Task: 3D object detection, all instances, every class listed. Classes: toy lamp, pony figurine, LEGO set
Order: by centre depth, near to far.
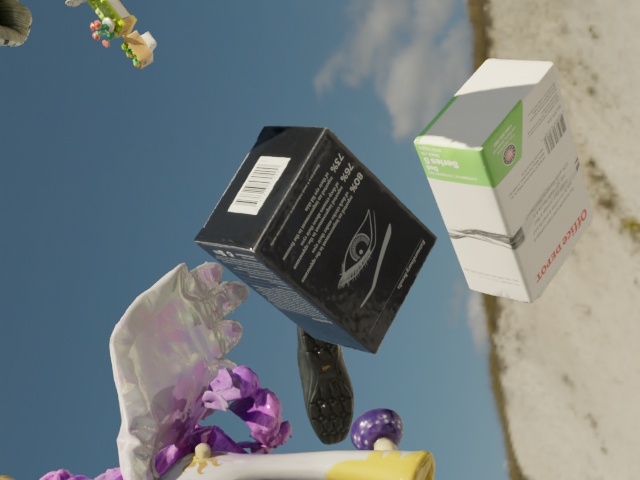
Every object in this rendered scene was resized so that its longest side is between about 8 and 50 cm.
[{"bbox_3d":[-0.102,0.201,0.829,0.351,0.363,0.303,-25,-64,-55],"label":"pony figurine"},{"bbox_3d":[0.109,0.307,1.232,0.275,0.080,0.080,-116,17,-57],"label":"toy lamp"},{"bbox_3d":[-0.358,-0.390,1.610,0.107,0.132,0.287,-32,-64,-43],"label":"LEGO set"}]

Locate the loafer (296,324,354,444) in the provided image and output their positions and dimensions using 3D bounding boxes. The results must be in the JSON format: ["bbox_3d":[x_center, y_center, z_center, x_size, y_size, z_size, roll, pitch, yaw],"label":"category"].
[{"bbox_3d":[0.006,0.199,1.595,0.078,0.076,0.223,-113,13,-75],"label":"loafer"}]

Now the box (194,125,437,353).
[{"bbox_3d":[0.000,0.000,1.103,0.207,0.108,0.153,43,-112,-35],"label":"box"}]

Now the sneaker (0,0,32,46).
[{"bbox_3d":[-0.387,-0.328,0.969,0.158,0.182,0.410,-65,-29,-28],"label":"sneaker"}]

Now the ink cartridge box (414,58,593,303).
[{"bbox_3d":[0.261,-0.081,1.455,0.198,0.114,0.273,-48,-49,-30],"label":"ink cartridge box"}]
